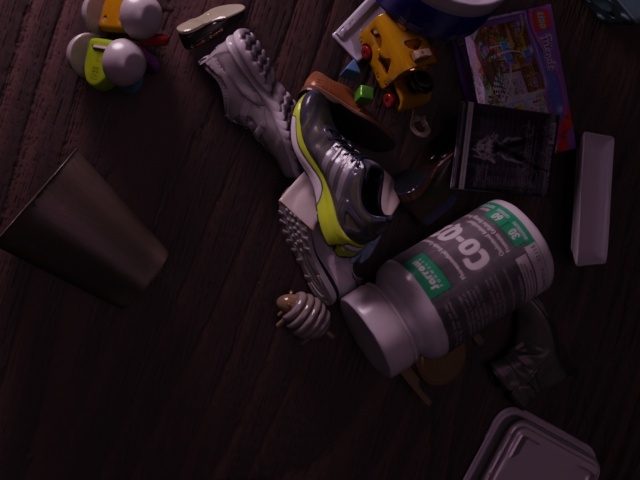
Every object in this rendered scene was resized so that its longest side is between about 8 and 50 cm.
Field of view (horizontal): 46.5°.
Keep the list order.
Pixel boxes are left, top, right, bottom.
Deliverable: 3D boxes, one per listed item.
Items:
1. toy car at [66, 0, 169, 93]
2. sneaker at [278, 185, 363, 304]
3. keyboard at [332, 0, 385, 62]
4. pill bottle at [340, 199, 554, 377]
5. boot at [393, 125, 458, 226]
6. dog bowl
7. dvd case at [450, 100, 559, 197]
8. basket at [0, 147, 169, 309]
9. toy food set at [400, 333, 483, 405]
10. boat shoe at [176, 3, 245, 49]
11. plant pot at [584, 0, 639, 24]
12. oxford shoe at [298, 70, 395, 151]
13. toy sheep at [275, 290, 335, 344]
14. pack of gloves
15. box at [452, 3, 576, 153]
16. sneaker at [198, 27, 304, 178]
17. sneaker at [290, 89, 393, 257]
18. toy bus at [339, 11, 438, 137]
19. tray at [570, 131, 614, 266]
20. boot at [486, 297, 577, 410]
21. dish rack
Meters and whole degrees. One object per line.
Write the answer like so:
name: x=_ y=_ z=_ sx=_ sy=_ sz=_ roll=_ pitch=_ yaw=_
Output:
toy car: x=-0.321 y=-0.326 z=1.241 sx=0.136 sy=0.159 sz=0.181 roll=21 pitch=87 yaw=-53
sneaker: x=0.000 y=0.000 z=1.384 sx=0.095 sy=0.090 sz=0.235 roll=-28 pitch=105 yaw=-25
keyboard: x=0.131 y=-0.452 z=1.417 sx=0.256 sy=0.014 sz=0.072 roll=-48 pitch=110 yaw=-8
pill bottle: x=0.232 y=0.092 z=1.385 sx=0.361 sy=0.204 sz=0.204 roll=-30 pitch=102 yaw=-13
boot: x=0.235 y=-0.128 z=1.453 sx=0.219 sy=0.082 sz=0.106 roll=-43 pitch=129 yaw=-17
dog bowl: x=0.212 y=-0.496 z=1.334 sx=0.265 sy=0.104 sz=0.264 roll=9 pitch=65 yaw=-20
dvd case: x=0.357 y=-0.172 z=1.432 sx=0.221 sy=0.018 sz=0.164 roll=3 pitch=96 yaw=-22
basket: x=-0.379 y=-0.003 z=1.234 sx=0.227 sy=0.154 sz=0.204 roll=40 pitch=81 yaw=-19
toy food set: x=0.234 y=0.224 z=1.488 sx=0.192 sy=0.039 sz=0.132 roll=-43 pitch=110 yaw=-20
boat shoe: x=-0.190 y=-0.380 z=1.314 sx=0.133 sy=0.049 sz=0.042 roll=-32 pitch=135 yaw=-20
plant pot: x=0.628 y=-0.559 z=1.441 sx=0.252 sy=0.248 sz=0.247 roll=-45 pitch=105 yaw=8
oxford shoe: x=0.061 y=-0.242 z=1.384 sx=0.212 sy=0.076 sz=0.076 roll=34 pitch=55 yaw=-21
toy sheep: x=-0.026 y=0.143 z=1.378 sx=0.132 sy=0.091 sz=0.091 roll=36 pitch=84 yaw=-19
pack of gloves: x=0.037 y=-0.074 z=1.370 sx=0.195 sy=0.046 sz=0.232 roll=41 pitch=51 yaw=-12
box: x=0.384 y=-0.301 z=1.476 sx=0.201 sy=0.057 sz=0.293 roll=-15 pitch=98 yaw=-14
sneaker: x=-0.112 y=-0.232 z=1.335 sx=0.115 sy=0.105 sz=0.281 roll=-20 pitch=108 yaw=23
sneaker: x=0.044 y=-0.127 z=1.278 sx=0.111 sy=0.121 sz=0.299 roll=-7 pitch=75 yaw=-55
toy bus: x=0.158 y=-0.322 z=1.355 sx=0.202 sy=0.104 sz=0.190 roll=25 pitch=65 yaw=-16
tray: x=0.556 y=-0.084 z=1.535 sx=0.145 sy=0.030 sz=0.270 roll=-2 pitch=95 yaw=-47
boot: x=0.405 y=0.219 z=1.514 sx=0.161 sy=0.083 sz=0.246 roll=-32 pitch=101 yaw=-6
dish rack: x=0.429 y=0.545 z=1.549 sx=0.286 sy=0.072 sz=0.332 roll=30 pitch=87 yaw=-17
